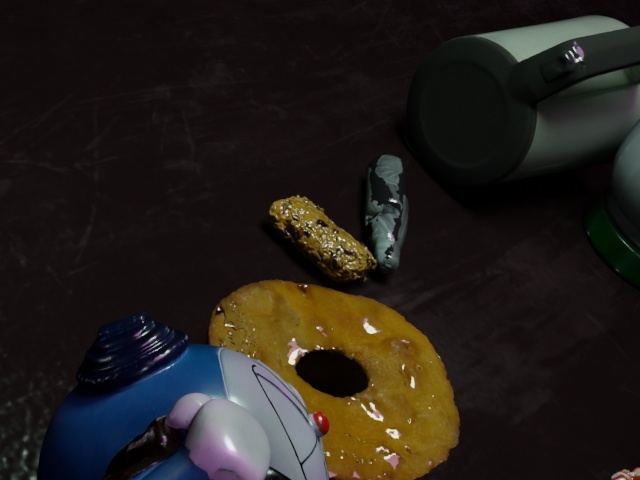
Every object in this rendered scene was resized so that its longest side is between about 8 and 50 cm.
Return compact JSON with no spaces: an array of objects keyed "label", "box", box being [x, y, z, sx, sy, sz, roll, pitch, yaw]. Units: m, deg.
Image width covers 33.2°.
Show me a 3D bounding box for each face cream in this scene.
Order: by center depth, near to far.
[{"label":"face cream","box":[0.594,-0.099,1.646,0.313,0.357,0.219,11,42,-29]}]

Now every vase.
[{"label":"vase","box":[0.089,-0.033,1.427,0.060,0.060,0.211,23,37,-15]}]

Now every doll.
[{"label":"doll","box":[-0.100,0.201,0.828,0.310,0.240,0.284,-117,-173,-74]}]

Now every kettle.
[{"label":"kettle","box":[0.367,-0.229,1.634,0.377,0.361,0.250,-15,87,-45]}]

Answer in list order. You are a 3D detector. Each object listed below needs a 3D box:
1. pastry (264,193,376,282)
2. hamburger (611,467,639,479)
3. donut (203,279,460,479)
[{"label":"pastry","box":[0.000,0.000,1.328,0.140,0.056,0.080,41,28,20]},{"label":"hamburger","box":[0.395,0.351,1.092,0.227,0.151,0.295,5,25,2]},{"label":"donut","box":[-0.004,0.159,1.093,0.278,0.108,0.277,21,38,-17]}]
